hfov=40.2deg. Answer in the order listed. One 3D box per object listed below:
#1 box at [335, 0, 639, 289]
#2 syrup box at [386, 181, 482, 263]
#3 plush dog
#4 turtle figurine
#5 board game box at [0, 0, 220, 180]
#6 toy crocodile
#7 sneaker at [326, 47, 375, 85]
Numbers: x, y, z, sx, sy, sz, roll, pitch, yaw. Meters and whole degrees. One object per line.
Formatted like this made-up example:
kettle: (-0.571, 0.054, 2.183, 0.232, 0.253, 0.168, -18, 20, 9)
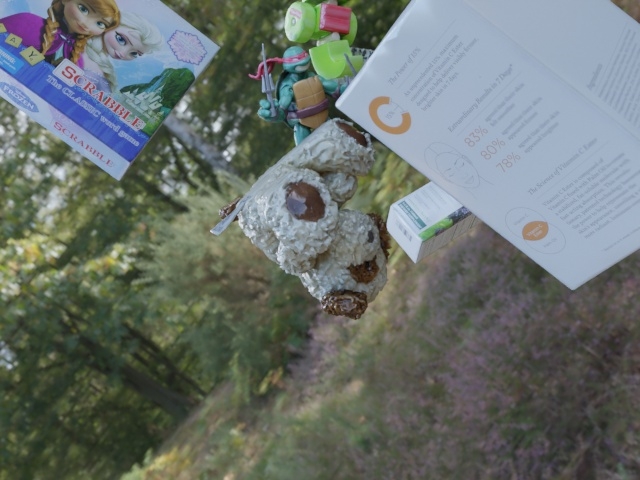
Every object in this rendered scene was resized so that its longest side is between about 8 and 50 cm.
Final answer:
box: (0.229, -0.144, 0.942, 0.168, 0.345, 0.215, -56, 6, -37)
syrup box: (0.245, -0.067, 1.618, 0.237, 0.093, 0.096, -31, -23, -17)
plush dog: (0.000, 0.000, 1.173, 0.211, 0.225, 0.262, -31, 17, 33)
turtle figurine: (-0.009, -0.188, 1.236, 0.175, 0.234, 0.118, -23, 27, -12)
board game box: (-0.368, -0.306, 1.413, 0.066, 0.319, 0.318, -39, 19, 49)
toy crocodile: (0.011, -0.436, 1.480, 0.105, 0.115, 0.340, -10, 81, 57)
sneaker: (0.147, -0.304, 1.658, 0.146, 0.294, 0.102, -96, 19, -84)
